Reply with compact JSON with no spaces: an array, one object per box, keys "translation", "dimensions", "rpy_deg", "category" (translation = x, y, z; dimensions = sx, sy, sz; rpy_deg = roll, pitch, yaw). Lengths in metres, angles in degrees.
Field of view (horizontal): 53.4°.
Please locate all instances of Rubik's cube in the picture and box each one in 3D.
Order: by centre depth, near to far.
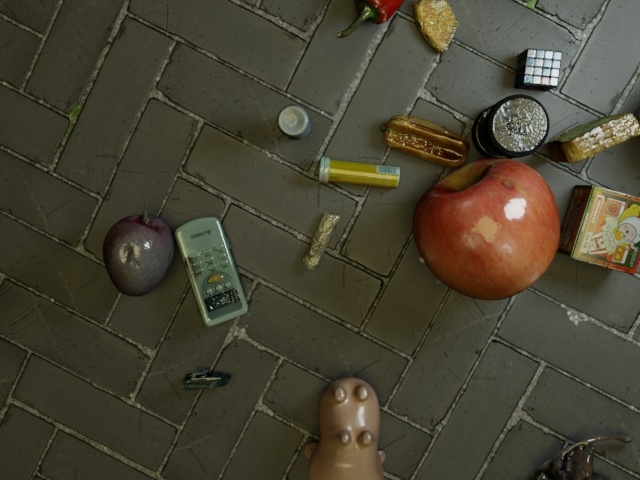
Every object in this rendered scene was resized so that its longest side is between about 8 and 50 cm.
[{"translation":[0.571,-0.448,1.675],"dimensions":[0.092,0.092,0.092],"rpy_deg":[6,95,2],"category":"Rubik's cube"}]

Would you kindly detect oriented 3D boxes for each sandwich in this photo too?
[{"translation":[0.688,-0.261,1.625],"dimensions":[0.186,0.215,0.065],"rpy_deg":[-25,95,6],"category":"sandwich"}]

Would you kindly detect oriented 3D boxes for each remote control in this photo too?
[{"translation":[-0.303,0.082,1.777],"dimensions":[0.140,0.056,0.297],"rpy_deg":[-19,95,-21],"category":"remote control"}]

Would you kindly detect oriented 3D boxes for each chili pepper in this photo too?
[{"translation":[0.152,-0.642,1.661],"dimensions":[0.134,0.131,0.338],"rpy_deg":[30,93,-25],"category":"chili pepper"}]

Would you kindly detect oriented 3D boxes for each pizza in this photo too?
[{"translation":[0.310,-0.582,1.705],"dimensions":[0.099,0.036,0.160],"rpy_deg":[-31,94,6],"category":"pizza"}]

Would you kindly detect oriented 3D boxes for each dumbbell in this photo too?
[{"translation":[0.482,-0.284,1.633],"dimensions":[0.152,0.218,0.153],"rpy_deg":[0,95,3],"category":"dumbbell"}]

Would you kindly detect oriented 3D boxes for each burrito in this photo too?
[{"translation":[0.000,0.000,1.776],"dimensions":[0.051,0.042,0.171],"rpy_deg":[26,95,11],"category":"burrito"}]

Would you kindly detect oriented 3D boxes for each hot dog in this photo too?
[{"translation":[0.282,-0.273,1.722],"dimensions":[0.250,0.076,0.104],"rpy_deg":[19,116,5],"category":"hot dog"}]

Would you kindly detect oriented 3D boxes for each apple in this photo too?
[{"translation":[0.419,-0.021,1.600],"dimensions":[0.363,0.364,0.364],"rpy_deg":[0,96,3],"category":"apple"}]

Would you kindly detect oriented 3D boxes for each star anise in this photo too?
[{"translation":[0.696,0.696,1.774],"dimensions":[0.359,0.139,0.316],"rpy_deg":[-4,103,-12],"category":"star anise"}]

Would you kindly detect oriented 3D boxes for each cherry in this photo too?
[{"translation":[-0.490,0.030,1.721],"dimensions":[0.183,0.213,0.266],"rpy_deg":[10,106,11],"category":"cherry"}]

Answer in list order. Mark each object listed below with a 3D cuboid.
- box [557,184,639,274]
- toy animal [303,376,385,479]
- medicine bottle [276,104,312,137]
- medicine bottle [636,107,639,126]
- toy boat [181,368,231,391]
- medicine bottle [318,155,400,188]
[{"translation":[0.750,-0.032,1.679],"dimensions":[0.177,0.148,0.195],"rpy_deg":[16,97,0],"category":"box"},{"translation":[0.071,0.546,1.745],"dimensions":[0.236,0.269,0.327],"rpy_deg":[4,64,2],"category":"toy animal"},{"translation":[-0.064,-0.304,1.669],"dimensions":[0.083,0.203,0.084],"rpy_deg":[0,94,2],"category":"medicine bottle"},{"translation":[0.941,-0.311,1.571],"dimensions":[0.244,0.290,0.245],"rpy_deg":[1,96,5],"category":"medicine bottle"},{"translation":[-0.323,0.398,1.825],"dimensions":[0.141,0.055,0.060],"rpy_deg":[-4,102,4],"category":"toy boat"},{"translation":[0.105,-0.182,1.738],"dimensions":[0.218,0.074,0.074],"rpy_deg":[7,96,1],"category":"medicine bottle"}]
